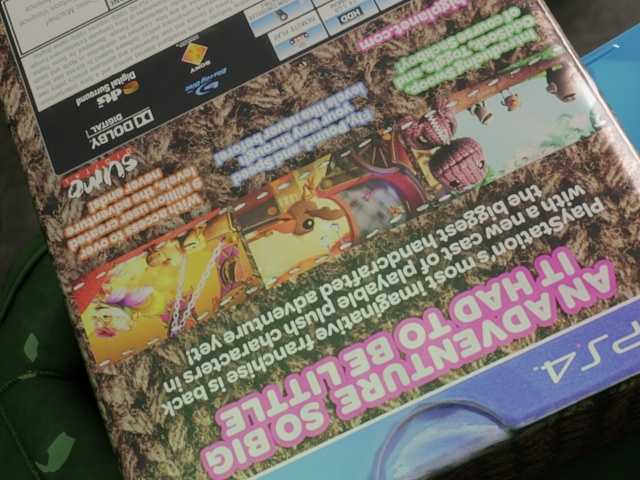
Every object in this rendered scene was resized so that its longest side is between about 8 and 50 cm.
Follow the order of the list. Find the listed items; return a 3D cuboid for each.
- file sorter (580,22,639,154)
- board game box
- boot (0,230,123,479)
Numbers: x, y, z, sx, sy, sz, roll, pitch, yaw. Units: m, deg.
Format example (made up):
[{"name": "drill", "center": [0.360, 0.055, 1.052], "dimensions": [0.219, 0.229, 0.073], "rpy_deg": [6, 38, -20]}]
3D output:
[{"name": "file sorter", "center": [0.206, -0.020, 0.434], "dimensions": [0.118, 0.104, 0.170], "rpy_deg": [-31, 60, 12]}, {"name": "board game box", "center": [0.006, -0.017, 0.468], "dimensions": [0.232, 0.141, 0.291], "rpy_deg": [-25, 67, 4]}, {"name": "boot", "center": [-0.128, 0.109, 0.557], "dimensions": [0.190, 0.076, 0.208], "rpy_deg": [-51, 50, 16]}]
